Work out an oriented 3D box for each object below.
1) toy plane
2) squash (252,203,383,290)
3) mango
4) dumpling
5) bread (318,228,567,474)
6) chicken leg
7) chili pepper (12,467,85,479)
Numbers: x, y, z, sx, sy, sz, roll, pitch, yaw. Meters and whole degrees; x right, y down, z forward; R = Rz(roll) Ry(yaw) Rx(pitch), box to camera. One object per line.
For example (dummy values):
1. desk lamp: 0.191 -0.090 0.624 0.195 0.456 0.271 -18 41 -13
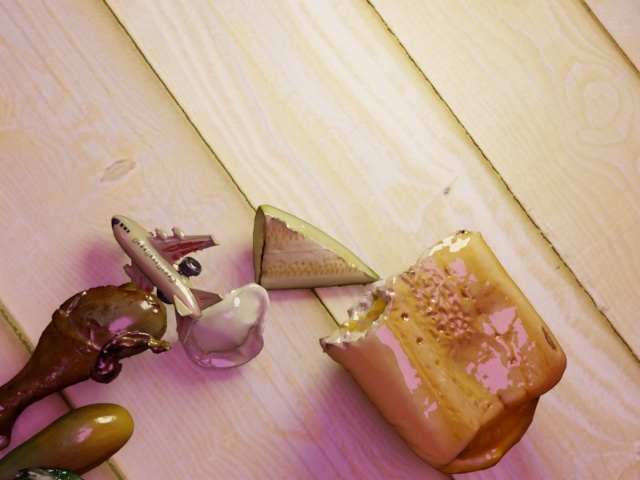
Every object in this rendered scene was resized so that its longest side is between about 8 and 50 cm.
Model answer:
1. toy plane: -0.284 0.049 1.359 0.242 0.104 0.256 -48 65 18
2. squash: 0.000 0.000 1.474 0.252 0.093 0.169 -3 120 -16
3. mango: -0.416 0.342 1.243 0.238 0.137 0.091 -29 65 -1
4. dumpling: -0.159 0.164 1.388 0.169 0.100 0.134 -34 99 -20
5. bread: 0.228 0.223 1.410 0.361 0.250 0.394 -37 91 -20
6. chicken leg: -0.422 0.180 1.273 0.361 0.211 0.140 -28 119 4
7. chili pepper: -0.396 0.468 1.166 0.148 0.116 0.264 -13 111 -24
